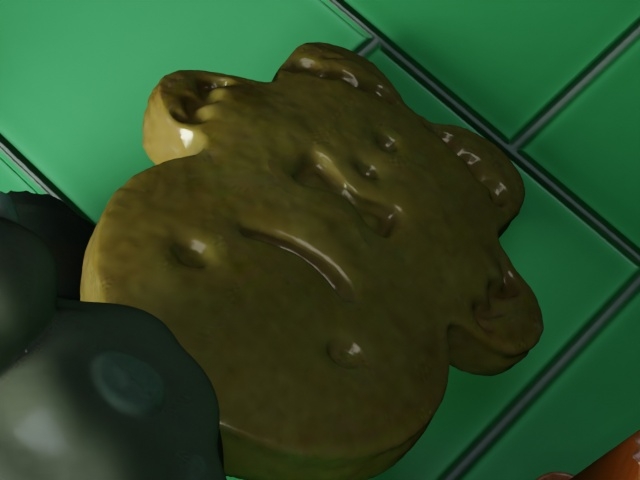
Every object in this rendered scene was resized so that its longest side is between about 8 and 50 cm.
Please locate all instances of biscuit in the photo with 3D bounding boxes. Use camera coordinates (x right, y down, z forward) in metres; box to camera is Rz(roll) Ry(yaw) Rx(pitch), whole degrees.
[{"bbox_3d":[0.001,-0.002,0.837,0.275,0.052,0.355,36,38,5],"label":"biscuit"}]

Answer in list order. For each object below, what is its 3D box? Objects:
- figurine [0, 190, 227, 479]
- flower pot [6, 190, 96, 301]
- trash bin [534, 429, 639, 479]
[{"bbox_3d":[-0.135,0.156,0.648,0.203,0.381,0.248,-3,63,-2],"label":"figurine"},{"bbox_3d":[-0.175,0.046,0.834,0.157,0.157,0.107,-8,51,-10],"label":"flower pot"},{"bbox_3d":[0.164,0.183,0.743,0.184,0.239,0.161,23,64,7],"label":"trash bin"}]
